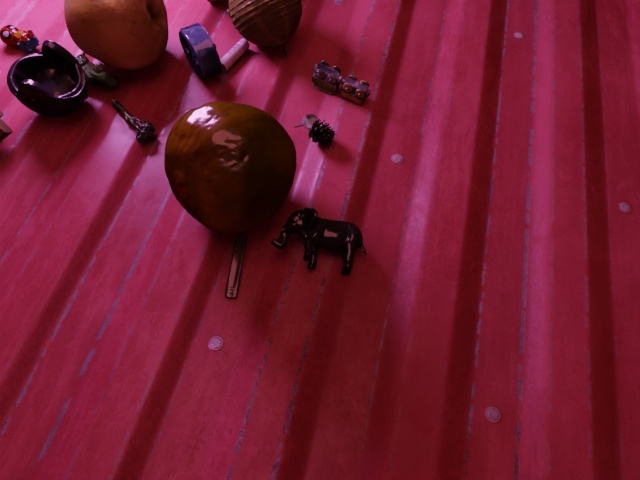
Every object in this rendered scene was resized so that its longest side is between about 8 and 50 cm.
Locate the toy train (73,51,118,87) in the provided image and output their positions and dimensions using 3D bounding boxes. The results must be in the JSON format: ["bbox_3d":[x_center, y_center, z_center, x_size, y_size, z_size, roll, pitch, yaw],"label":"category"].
[{"bbox_3d":[-0.723,-0.528,1.477,0.149,0.099,0.081,32,88,9],"label":"toy train"}]

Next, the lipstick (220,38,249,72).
[{"bbox_3d":[-0.291,-0.622,1.565,0.040,0.040,0.141,27,65,12],"label":"lipstick"}]

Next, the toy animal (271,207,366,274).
[{"bbox_3d":[-0.003,0.001,1.215,0.245,0.114,0.146,15,67,-18],"label":"toy animal"}]

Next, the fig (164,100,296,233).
[{"bbox_3d":[-0.213,-0.189,1.193,0.343,0.343,0.343,1,62,-2],"label":"fig"}]

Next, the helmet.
[{"bbox_3d":[-0.798,-0.464,1.376,0.216,0.193,0.189,13,69,0],"label":"helmet"}]

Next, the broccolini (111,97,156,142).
[{"bbox_3d":[-0.575,-0.376,1.414,0.067,0.058,0.216,-37,69,-16],"label":"broccolini"}]

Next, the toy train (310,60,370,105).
[{"bbox_3d":[0.064,-0.500,1.493,0.202,0.081,0.060,28,65,5],"label":"toy train"}]

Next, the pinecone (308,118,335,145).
[{"bbox_3d":[0.004,-0.324,1.398,0.083,0.077,0.077,20,63,4],"label":"pinecone"}]

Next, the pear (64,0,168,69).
[{"bbox_3d":[-0.630,-0.685,1.445,0.309,0.309,0.309,1,62,-2],"label":"pear"}]

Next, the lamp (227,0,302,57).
[{"bbox_3d":[-0.165,-0.741,1.533,0.250,0.250,0.284,-34,109,-18],"label":"lamp"}]

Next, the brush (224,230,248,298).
[{"bbox_3d":[-0.217,0.060,1.216,0.034,0.027,0.190,4,69,5],"label":"brush"}]

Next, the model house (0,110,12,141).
[{"bbox_3d":[-1.033,-0.289,1.315,0.248,0.176,0.181,-38,27,3],"label":"model house"}]

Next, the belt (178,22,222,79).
[{"bbox_3d":[-0.384,-0.608,1.497,0.082,0.141,0.190,-27,64,-17],"label":"belt"}]

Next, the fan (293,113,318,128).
[{"bbox_3d":[-0.041,-0.375,1.462,0.080,0.003,0.060,6,61,1],"label":"fan"}]

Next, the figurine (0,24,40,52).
[{"bbox_3d":[-1.001,-0.670,1.549,0.140,0.075,0.068,20,64,20],"label":"figurine"}]
